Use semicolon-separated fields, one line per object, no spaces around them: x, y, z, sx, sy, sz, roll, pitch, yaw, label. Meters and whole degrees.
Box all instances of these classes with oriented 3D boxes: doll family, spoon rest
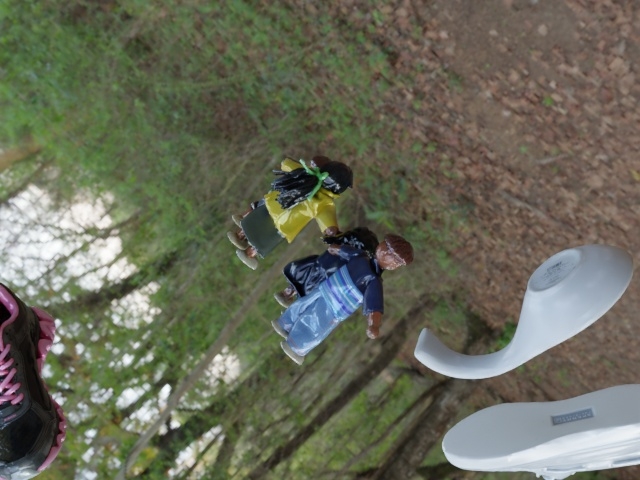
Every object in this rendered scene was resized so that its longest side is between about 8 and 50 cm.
0.000;0.000;0.560;0.193;0.111;0.076;59;-168;29;doll family
0.242;0.091;0.896;0.084;0.276;0.137;48;-144;-12;spoon rest

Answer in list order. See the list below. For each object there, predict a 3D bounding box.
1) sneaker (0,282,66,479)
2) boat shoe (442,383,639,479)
-0.169;0.071;0.410;0.057;0.047;0.119;76;170;-48;sneaker
0.195;0.168;0.634;0.066;0.184;0.063;-78;-34;-63;boat shoe
